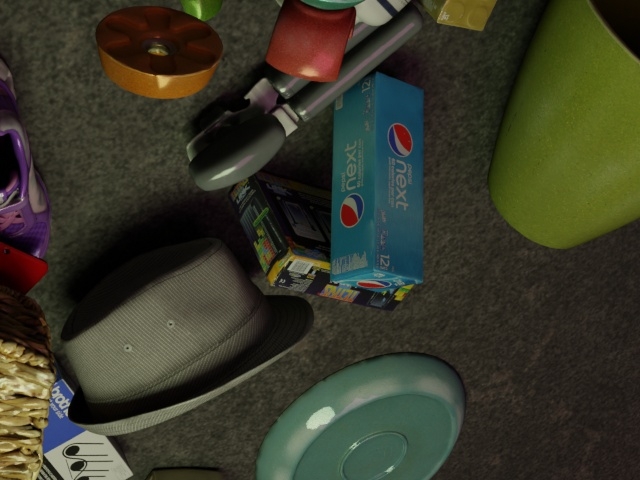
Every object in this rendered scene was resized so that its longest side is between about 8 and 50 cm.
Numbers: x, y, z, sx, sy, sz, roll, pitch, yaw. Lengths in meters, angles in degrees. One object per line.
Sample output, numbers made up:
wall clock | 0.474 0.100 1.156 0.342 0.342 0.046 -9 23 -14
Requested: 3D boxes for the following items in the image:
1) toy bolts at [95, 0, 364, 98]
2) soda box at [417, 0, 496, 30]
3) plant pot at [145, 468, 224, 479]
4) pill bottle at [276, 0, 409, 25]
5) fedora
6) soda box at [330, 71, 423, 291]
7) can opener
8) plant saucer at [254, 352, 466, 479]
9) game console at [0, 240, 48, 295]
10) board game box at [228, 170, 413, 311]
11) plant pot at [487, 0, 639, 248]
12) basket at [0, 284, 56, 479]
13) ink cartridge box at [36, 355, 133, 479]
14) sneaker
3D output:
toy bolts | -0.065 -0.225 0.990 0.228 0.218 0.158 12 130 -3
soda box | 0.161 -0.299 1.205 0.061 0.058 0.181 4 126 -33
plant pot | -0.184 0.351 1.554 0.096 0.109 0.109 24 114 -29
pill bottle | 0.048 -0.264 1.132 0.187 0.112 0.112 -42 136 9
fedora | -0.157 0.082 1.277 0.275 0.244 0.124 -26 108 5
soda box | 0.058 -0.058 1.256 0.071 0.210 0.067 15 160 -39
can opener | -0.014 -0.146 1.224 0.280 0.093 0.074 -41 135 2
plant saucer | 0.065 0.284 1.679 0.317 0.043 0.317 -15 134 -17
game console | -0.357 0.021 1.171 0.144 0.124 0.085 31 83 -43
board game box | 0.000 0.000 1.315 0.170 0.141 0.048 15 122 -38
plant pot | 0.309 -0.132 1.323 0.275 0.275 0.293 1 143 -31
basket | -0.401 0.103 1.121 0.299 0.223 0.213 7 113 -19
ink cartridge box | -0.300 0.225 1.412 0.097 0.046 0.207 -29 136 -7
sneaker | -0.298 -0.051 1.128 0.095 0.104 0.236 -20 136 -15
